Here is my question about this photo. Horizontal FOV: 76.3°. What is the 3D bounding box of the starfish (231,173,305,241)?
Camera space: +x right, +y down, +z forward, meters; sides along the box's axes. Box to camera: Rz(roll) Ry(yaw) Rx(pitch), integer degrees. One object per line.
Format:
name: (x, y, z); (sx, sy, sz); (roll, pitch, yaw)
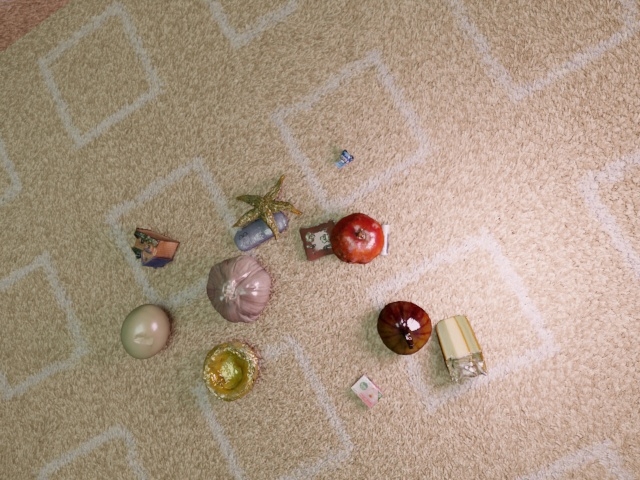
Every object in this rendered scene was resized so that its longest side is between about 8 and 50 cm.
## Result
starfish: (-0.266, -0.140, 1.912); (0.357, 0.078, 0.347); (-34, 65, 3)

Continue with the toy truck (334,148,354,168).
toy truck: (0.107, -0.371, 1.895); (0.056, 0.073, 0.090); (43, 94, 10)

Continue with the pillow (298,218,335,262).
pillow: (0.000, 0.000, 1.897); (0.179, 0.075, 0.171); (-16, 86, 8)

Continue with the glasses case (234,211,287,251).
glasses case: (-0.287, -0.046, 1.957); (0.282, 0.067, 0.109); (-29, 76, 9)

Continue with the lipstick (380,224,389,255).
lipstick: (0.293, -0.001, 1.860); (0.040, 0.040, 0.141); (3, 87, 11)

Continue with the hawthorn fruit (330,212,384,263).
hawthorn fruit: (0.165, -0.011, 1.766); (0.241, 0.272, 0.242); (1, 80, -6)

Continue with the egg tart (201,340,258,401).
egg tart: (-0.417, 0.609, 1.927); (0.288, 0.118, 0.288); (-1, 86, 13)

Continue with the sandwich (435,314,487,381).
sandwich: (0.584, 0.446, 1.704); (0.155, 0.198, 0.228); (-17, 85, 10)

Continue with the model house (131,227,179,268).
model house: (-0.839, 0.049, 2.016); (0.182, 0.166, 0.172); (23, 95, 22)

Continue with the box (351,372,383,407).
box: (0.211, 0.678, 1.842); (0.125, 0.043, 0.089); (44, 95, 9)

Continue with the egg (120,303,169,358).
egg: (-0.843, 0.439, 1.964); (0.219, 0.219, 0.269); (8, 90, 11)

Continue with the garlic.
garlic: (-0.370, 0.225, 1.866); (0.317, 0.259, 0.318); (-1, 85, 15)

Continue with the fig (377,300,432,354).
fig: (0.361, 0.372, 1.753); (0.234, 0.214, 0.235); (-8, 61, 14)
